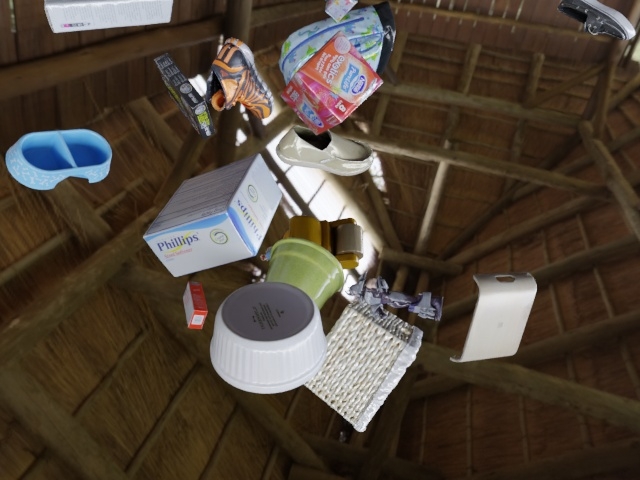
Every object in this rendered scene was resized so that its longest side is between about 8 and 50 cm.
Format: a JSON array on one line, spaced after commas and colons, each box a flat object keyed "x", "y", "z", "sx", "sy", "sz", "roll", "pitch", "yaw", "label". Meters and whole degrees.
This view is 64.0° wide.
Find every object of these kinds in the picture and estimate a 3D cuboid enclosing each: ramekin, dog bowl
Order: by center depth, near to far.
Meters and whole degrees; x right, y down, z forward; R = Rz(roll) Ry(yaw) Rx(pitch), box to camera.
[{"x": -0.118, "y": 0.206, "z": 1.175, "sx": 0.272, "sy": 0.127, "sz": 0.273, "roll": 2, "pitch": -148, "yaw": -1, "label": "ramekin"}, {"x": -0.763, "y": -0.251, "z": 1.523, "sx": 0.297, "sy": 0.074, "sz": 0.166, "roll": -20, "pitch": -102, "yaw": -48, "label": "dog bowl"}]

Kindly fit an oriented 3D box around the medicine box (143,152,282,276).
[{"x": -0.276, "y": -0.070, "z": 1.370, "sx": 0.263, "sy": 0.149, "sz": 0.289, "roll": -15, "pitch": -146, "yaw": 24, "label": "medicine box"}]

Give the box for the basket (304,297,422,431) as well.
[{"x": 0.147, "y": 0.388, "z": 1.717, "sx": 0.266, "sy": 0.331, "sz": 0.328, "roll": 35, "pitch": -172, "yaw": 12, "label": "basket"}]

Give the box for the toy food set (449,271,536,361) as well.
[{"x": 0.540, "y": 0.245, "z": 1.627, "sx": 0.219, "sy": 0.306, "sz": 0.092, "roll": 0, "pitch": -158, "yaw": -23, "label": "toy food set"}]

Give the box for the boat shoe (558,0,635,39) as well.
[{"x": 0.762, "y": -0.616, "z": 1.430, "sx": 0.228, "sy": 0.076, "sz": 0.080, "roll": 52, "pitch": -164, "yaw": 23, "label": "boat shoe"}]

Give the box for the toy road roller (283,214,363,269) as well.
[{"x": 0.000, "y": 0.000, "z": 2.113, "sx": 0.329, "sy": 0.241, "sz": 0.203, "roll": -10, "pitch": -119, "yaw": 16, "label": "toy road roller"}]

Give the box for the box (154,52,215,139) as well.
[{"x": -0.517, "y": -0.549, "z": 1.967, "sx": 0.060, "sy": 0.216, "sz": 0.270, "roll": -35, "pitch": -105, "yaw": -12, "label": "box"}]

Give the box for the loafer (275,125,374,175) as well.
[{"x": 0.023, "y": -0.232, "z": 1.297, "sx": 0.268, "sy": 0.092, "sz": 0.102, "roll": -1, "pitch": -127, "yaw": -24, "label": "loafer"}]

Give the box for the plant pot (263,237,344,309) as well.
[{"x": -0.091, "y": 0.176, "z": 1.682, "sx": 0.276, "sy": 0.276, "sz": 0.254, "roll": 19, "pitch": -130, "yaw": 11, "label": "plant pot"}]

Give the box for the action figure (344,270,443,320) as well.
[{"x": 0.210, "y": 0.172, "z": 1.507, "sx": 0.284, "sy": 0.185, "sz": 0.099, "roll": 10, "pitch": -113, "yaw": 9, "label": "action figure"}]

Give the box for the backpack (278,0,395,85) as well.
[{"x": 0.044, "y": -0.584, "z": 1.650, "sx": 0.355, "sy": 0.290, "sz": 0.274, "roll": -6, "pitch": -106, "yaw": -11, "label": "backpack"}]

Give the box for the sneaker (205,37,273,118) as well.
[{"x": -0.263, "y": -0.453, "z": 1.596, "sx": 0.124, "sy": 0.321, "sz": 0.180, "roll": 23, "pitch": -108, "yaw": 26, "label": "sneaker"}]

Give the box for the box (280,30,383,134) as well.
[{"x": 0.013, "y": -0.315, "z": 1.064, "sx": 0.128, "sy": 0.122, "sz": 0.257, "roll": 46, "pitch": 176, "yaw": -13, "label": "box"}]

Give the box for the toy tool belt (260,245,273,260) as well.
[{"x": -0.184, "y": 0.053, "z": 1.908, "sx": 0.083, "sy": 0.052, "sz": 0.051, "roll": -26, "pitch": -152, "yaw": -2, "label": "toy tool belt"}]

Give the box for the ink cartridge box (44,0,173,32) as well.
[{"x": -0.452, "y": -0.593, "z": 1.178, "sx": 0.329, "sy": 0.071, "sz": 0.324, "roll": -11, "pitch": -130, "yaw": -17, "label": "ink cartridge box"}]

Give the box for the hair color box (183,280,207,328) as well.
[{"x": -0.379, "y": 0.193, "z": 1.545, "sx": 0.043, "sy": 0.072, "sz": 0.141, "roll": 10, "pitch": -151, "yaw": -28, "label": "hair color box"}]

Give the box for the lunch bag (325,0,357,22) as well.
[{"x": 0.048, "y": -0.570, "z": 1.207, "sx": 0.053, "sy": 0.071, "sz": 0.083, "roll": 34, "pitch": -137, "yaw": -27, "label": "lunch bag"}]
